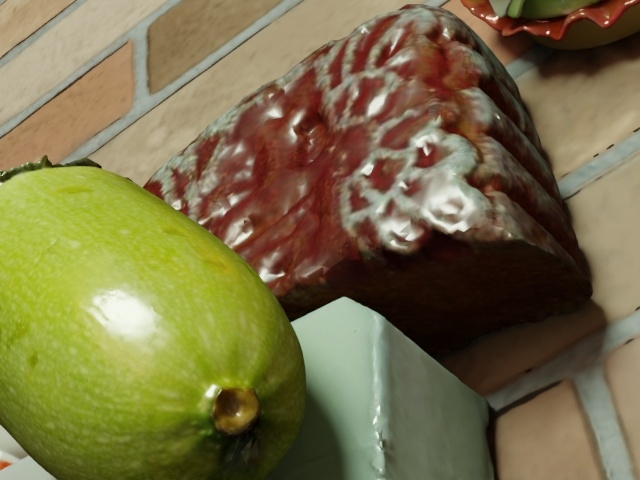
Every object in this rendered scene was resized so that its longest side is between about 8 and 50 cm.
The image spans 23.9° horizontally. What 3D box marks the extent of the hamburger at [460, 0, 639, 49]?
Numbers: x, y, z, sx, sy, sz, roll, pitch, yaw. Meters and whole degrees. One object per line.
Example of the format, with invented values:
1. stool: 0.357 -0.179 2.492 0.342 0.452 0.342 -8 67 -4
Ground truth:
1. hamburger: 0.119 -0.189 0.754 0.175 0.137 0.175 -28 43 29

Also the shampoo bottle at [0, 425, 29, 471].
1. shampoo bottle: -0.163 0.082 0.865 0.108 0.051 0.220 -14 47 36

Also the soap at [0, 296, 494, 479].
1. soap: -0.063 0.152 0.654 0.290 0.095 0.172 -28 39 26

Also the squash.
1. squash: -0.069 0.042 0.587 0.123 0.123 0.187 -53 36 -7

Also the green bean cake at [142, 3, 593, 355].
1. green bean cake: 0.000 0.000 0.731 0.233 0.097 0.198 -31 39 22
